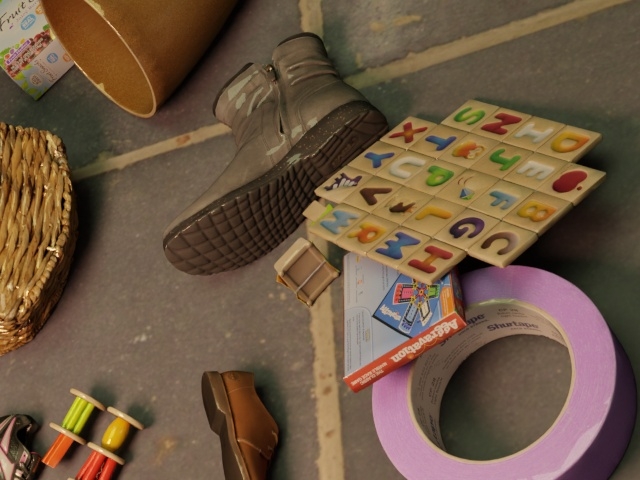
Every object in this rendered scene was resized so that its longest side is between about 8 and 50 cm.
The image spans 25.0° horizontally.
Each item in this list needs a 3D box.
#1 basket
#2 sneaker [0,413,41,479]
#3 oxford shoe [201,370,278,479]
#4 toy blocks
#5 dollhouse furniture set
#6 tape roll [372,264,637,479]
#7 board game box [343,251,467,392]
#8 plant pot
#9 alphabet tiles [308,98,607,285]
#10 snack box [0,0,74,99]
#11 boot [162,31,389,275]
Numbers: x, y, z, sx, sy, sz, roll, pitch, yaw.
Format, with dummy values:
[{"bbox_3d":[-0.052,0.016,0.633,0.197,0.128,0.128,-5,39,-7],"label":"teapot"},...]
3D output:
[{"bbox_3d":[-0.447,0.011,2.011,0.214,0.223,0.299,9,62,-4],"label":"basket"},{"bbox_3d":[-0.392,0.295,1.832,0.077,0.072,0.178,-14,62,9],"label":"sneaker"},{"bbox_3d":[-0.079,0.245,1.692,0.076,0.076,0.212,-5,63,-21],"label":"oxford shoe"},{"bbox_3d":[-0.302,0.272,1.803,0.123,0.054,0.148,19,73,35],"label":"toy blocks"},{"bbox_3d":[0.000,0.000,1.791,0.151,0.076,0.058,-47,39,-6],"label":"dollhouse furniture set"},{"bbox_3d":[0.198,0.168,1.569,0.275,0.090,0.274,-13,57,21],"label":"tape roll"},{"bbox_3d":[0.090,0.054,1.639,0.145,0.027,0.281,-34,22,17],"label":"board game box"},{"bbox_3d":[-0.223,-0.343,2.031,0.254,0.237,0.237,-43,50,-18],"label":"plant pot"},{"bbox_3d":[0.154,-0.065,1.686,0.285,0.011,0.342,-38,34,-21],"label":"alphabet tiles"},{"bbox_3d":[-0.418,-0.343,2.216,0.207,0.070,0.174,-43,52,-1],"label":"snack box"},{"bbox_3d":[-0.090,-0.113,1.891,0.338,0.118,0.222,-34,48,-7],"label":"boot"}]
